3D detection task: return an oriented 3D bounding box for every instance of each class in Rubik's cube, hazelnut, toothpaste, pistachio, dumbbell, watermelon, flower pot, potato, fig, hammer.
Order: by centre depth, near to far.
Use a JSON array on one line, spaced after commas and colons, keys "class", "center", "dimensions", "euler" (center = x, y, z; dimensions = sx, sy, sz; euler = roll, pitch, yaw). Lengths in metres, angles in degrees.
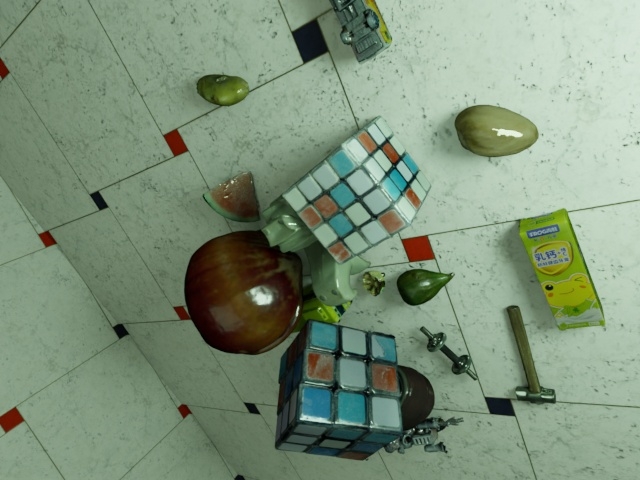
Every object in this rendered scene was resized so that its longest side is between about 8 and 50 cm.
[{"class": "pistachio", "center": [0.403, -0.251, 0.937], "dimensions": [0.186, 0.126, 0.108], "euler": [20, 170, 14]}, {"class": "toothpaste", "center": [0.622, 0.082, 1.038], "dimensions": [0.110, 0.077, 0.327], "euler": [-17, 110, 38]}, {"class": "Rubik's cube", "center": [0.103, -0.134, 1.082], "dimensions": [0.259, 0.256, 0.253], "euler": [-31, 101, 39]}, {"class": "potato", "center": [-0.301, -0.457, 1.214], "dimensions": [0.188, 0.105, 0.085], "euler": [24, 148, 31]}, {"class": "flower pot", "center": [0.000, 0.000, 1.233], "dimensions": [0.165, 0.254, 0.367], "euler": [-31, 103, 40]}, {"class": "fig", "center": [0.323, 0.135, 1.238], "dimensions": [0.178, 0.117, 0.117], "euler": [-19, 109, 26]}, {"class": "hammer", "center": [0.630, 0.354, 1.242], "dimensions": [0.111, 0.043, 0.365], "euler": [-9, 112, 36]}, {"class": "dumbbell", "center": [0.427, 0.376, 1.342], "dimensions": [0.254, 0.081, 0.081], "euler": [43, 131, -2]}, {"class": "hazelnut", "center": [-0.264, 0.161, 1.349], "dimensions": [0.402, 0.429, 0.402], "euler": [-10, 141, -9]}, {"class": "Rubik's cube", "center": [0.051, 0.524, 1.397], "dimensions": [0.363, 0.358, 0.362], "euler": [14, 139, -15]}, {"class": "watermelon", "center": [-0.296, -0.135, 1.410], "dimensions": [0.207, 0.136, 0.202], "euler": [29, 138, -8]}]

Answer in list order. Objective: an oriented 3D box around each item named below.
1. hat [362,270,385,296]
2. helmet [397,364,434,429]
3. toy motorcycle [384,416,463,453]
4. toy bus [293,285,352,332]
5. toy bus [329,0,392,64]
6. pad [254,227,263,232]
[{"class": "hat", "center": [0.183, 0.136, 1.343], "dimensions": [0.076, 0.059, 0.077], "euler": [26, 126, 34]}, {"class": "helmet", "center": [0.296, 0.584, 1.480], "dimensions": [0.177, 0.225, 0.305], "euler": [12, 138, -16]}, {"class": "toy motorcycle", "center": [0.372, 0.728, 1.529], "dimensions": [0.401, 0.207, 0.134], "euler": [-21, 83, 37]}, {"class": "toy bus", "center": [-0.029, 0.242, 1.474], "dimensions": [0.262, 0.150, 0.128], "euler": [-23, 108, 38]}, {"class": "toy bus", "center": [0.073, -0.551, 0.928], "dimensions": [0.092, 0.106, 0.268], "euler": [-19, 106, 38]}, {"class": "pad", "center": [-0.246, 0.049, 1.560], "dimensions": [0.233, 0.022, 0.174], "euler": [-16, 110, 36]}]
